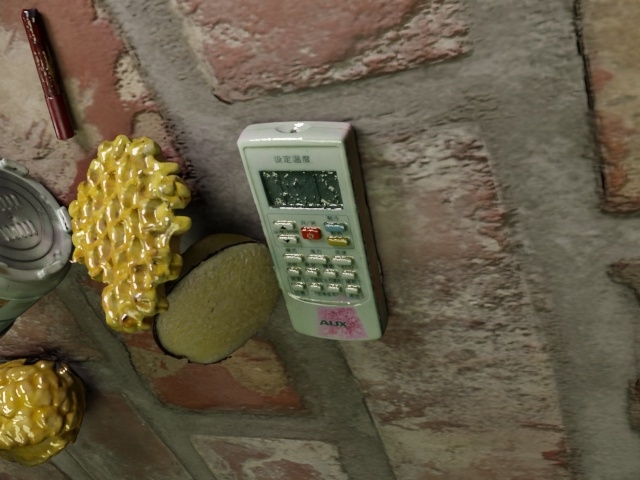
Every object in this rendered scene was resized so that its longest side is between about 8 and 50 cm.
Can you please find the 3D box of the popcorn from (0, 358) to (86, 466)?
[{"bbox_3d":[-0.573,0.331,1.369,0.250,0.190,0.250,5,139,4],"label":"popcorn"}]

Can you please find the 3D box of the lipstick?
[{"bbox_3d":[-0.349,-0.211,0.906,0.027,0.027,0.177,9,131,14],"label":"lipstick"}]

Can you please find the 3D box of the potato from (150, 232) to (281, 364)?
[{"bbox_3d":[-0.165,0.066,0.984,0.117,0.202,0.182,34,151,37],"label":"potato"}]

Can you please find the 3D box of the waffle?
[{"bbox_3d":[-0.256,-0.012,0.913,0.253,0.056,0.249,12,93,44],"label":"waffle"}]

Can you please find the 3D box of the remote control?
[{"bbox_3d":[0.000,0.001,0.936,0.145,0.050,0.344,1,129,20],"label":"remote control"}]

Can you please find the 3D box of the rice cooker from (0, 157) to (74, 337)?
[{"bbox_3d":[-0.502,0.019,1.009,0.227,0.280,0.241,-34,90,26],"label":"rice cooker"}]
